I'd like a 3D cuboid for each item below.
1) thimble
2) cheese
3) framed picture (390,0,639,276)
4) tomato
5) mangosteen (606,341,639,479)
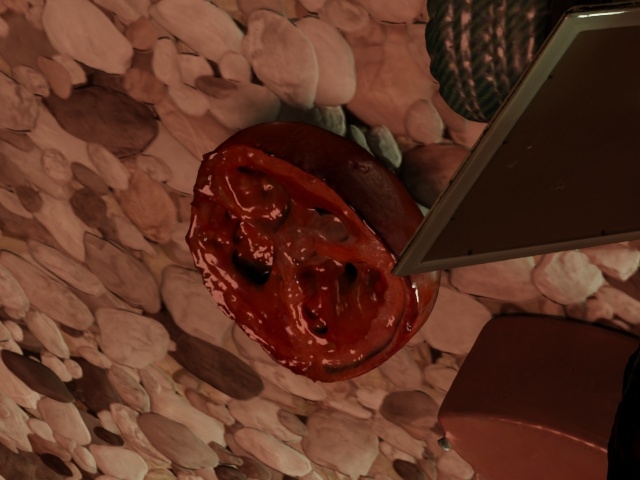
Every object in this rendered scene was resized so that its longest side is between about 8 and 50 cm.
[{"bbox_3d":[0.127,-0.136,1.049,0.090,0.118,0.135,11,139,29],"label":"thimble"},{"bbox_3d":[0.224,0.162,1.319,0.177,0.128,0.203,-14,122,48],"label":"cheese"},{"bbox_3d":[0.190,-0.069,1.041,0.296,0.232,0.019,121,136,-55],"label":"framed picture"},{"bbox_3d":[0.003,-0.002,1.335,0.228,0.101,0.228,23,136,24],"label":"tomato"},{"bbox_3d":[0.328,0.143,1.063,0.300,0.300,0.300,22,144,17],"label":"mangosteen"}]
